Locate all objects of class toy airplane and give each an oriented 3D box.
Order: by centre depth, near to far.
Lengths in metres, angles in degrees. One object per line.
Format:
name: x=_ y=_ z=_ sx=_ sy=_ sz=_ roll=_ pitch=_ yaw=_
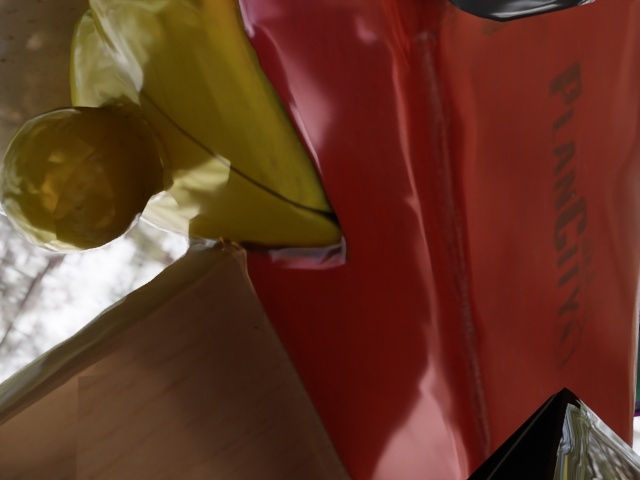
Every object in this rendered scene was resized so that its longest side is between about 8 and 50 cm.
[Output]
toy airplane: x=0.000 y=0.000 z=0.490 sx=0.386 sy=0.272 sz=0.384 roll=26 pitch=-95 yaw=-56

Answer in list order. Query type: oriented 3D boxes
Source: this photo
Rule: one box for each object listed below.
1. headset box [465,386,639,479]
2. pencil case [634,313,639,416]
headset box: x=0.082 y=0.215 z=0.354 sx=0.218 sy=0.293 sz=0.110 roll=-48 pitch=0 yaw=18
pencil case: x=0.141 y=0.035 z=0.857 sx=0.151 sy=0.064 sz=0.070 roll=-88 pitch=10 yaw=-70
